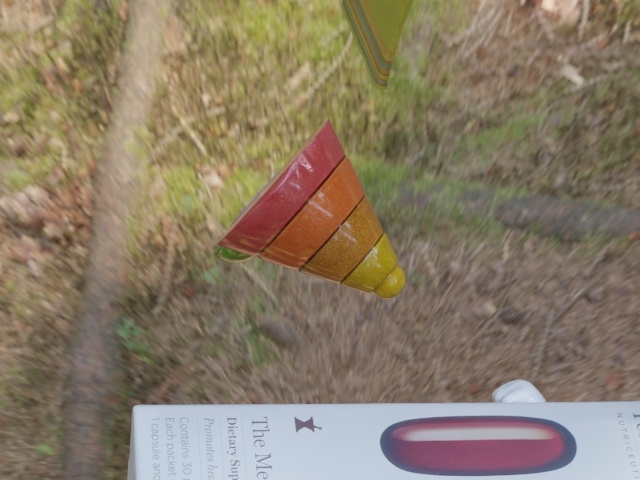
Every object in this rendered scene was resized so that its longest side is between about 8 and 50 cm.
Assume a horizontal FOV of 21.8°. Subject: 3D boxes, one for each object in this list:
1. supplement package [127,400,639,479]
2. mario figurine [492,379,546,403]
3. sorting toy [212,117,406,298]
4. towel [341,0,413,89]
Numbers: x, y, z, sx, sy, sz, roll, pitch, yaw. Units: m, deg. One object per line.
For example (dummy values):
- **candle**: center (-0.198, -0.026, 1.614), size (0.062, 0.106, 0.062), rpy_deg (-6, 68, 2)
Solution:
- **supplement package**: center (0.038, 0.162, 0.737), size (0.244, 0.134, 0.139), rpy_deg (0, 49, -10)
- **mario figurine**: center (0.150, 0.239, 1.420), size (0.170, 0.320, 0.198), rpy_deg (-16, 63, 28)
- **sorting toy**: center (0.000, 0.000, 1.313), size (0.126, 0.365, 0.127), rpy_deg (41, 85, -2)
- **towel**: center (0.057, -0.228, 1.513), size (0.021, 0.237, 0.102), rpy_deg (-19, 74, -12)
